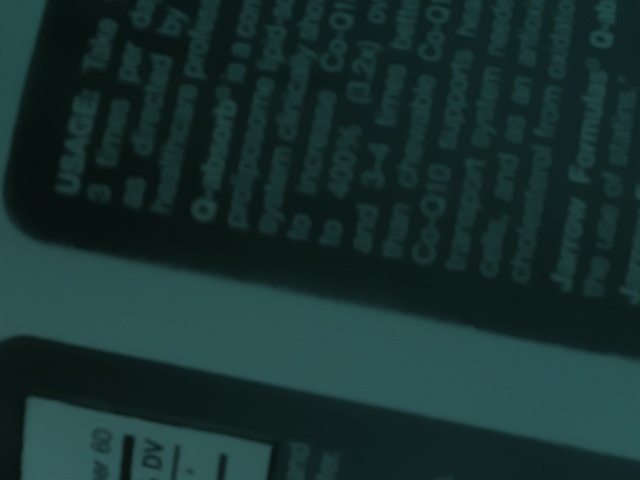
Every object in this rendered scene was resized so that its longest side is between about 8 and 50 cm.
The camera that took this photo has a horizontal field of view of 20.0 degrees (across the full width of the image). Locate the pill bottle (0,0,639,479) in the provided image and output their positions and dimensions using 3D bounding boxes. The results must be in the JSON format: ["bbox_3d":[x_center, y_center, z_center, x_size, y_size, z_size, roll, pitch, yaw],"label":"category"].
[{"bbox_3d":[0.000,0.000,0.486,0.210,0.362,0.210,11,90,-87],"label":"pill bottle"}]
